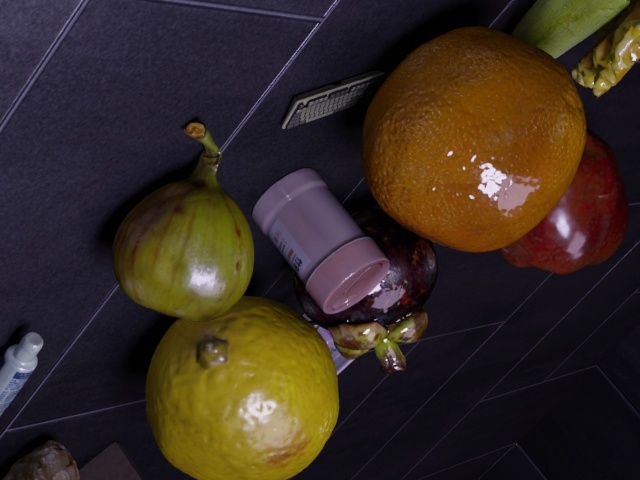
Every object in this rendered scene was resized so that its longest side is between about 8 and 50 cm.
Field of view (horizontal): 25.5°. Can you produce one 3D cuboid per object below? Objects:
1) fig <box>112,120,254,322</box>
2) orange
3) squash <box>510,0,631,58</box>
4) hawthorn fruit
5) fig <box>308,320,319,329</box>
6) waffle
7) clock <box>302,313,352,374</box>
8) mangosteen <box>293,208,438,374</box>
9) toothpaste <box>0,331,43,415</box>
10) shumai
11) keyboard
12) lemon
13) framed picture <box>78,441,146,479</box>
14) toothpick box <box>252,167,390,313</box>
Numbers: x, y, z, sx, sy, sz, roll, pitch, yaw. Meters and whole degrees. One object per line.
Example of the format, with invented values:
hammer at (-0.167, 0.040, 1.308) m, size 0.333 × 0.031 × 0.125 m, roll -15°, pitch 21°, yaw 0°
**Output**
fig at (-0.143, -0.011, 1.484) m, size 0.142 × 0.186 × 0.148 m, roll -1°, pitch 163°, yaw 41°
orange at (0.174, -0.116, 1.593) m, size 0.264 × 0.264 × 0.264 m, roll -33°, pitch 159°, yaw -15°
squash at (0.280, -0.262, 1.712) m, size 0.200 × 0.090 × 0.075 m, roll -39°, pitch -160°, yaw 39°
hawthorn fruit at (0.347, -0.076, 2.050) m, size 0.208 × 0.208 × 0.248 m, roll -22°, pitch 131°, yaw -37°
fig at (-0.059, 0.152, 1.955) m, size 0.154 × 0.103 × 0.109 m, roll -36°, pitch -177°, yaw 16°
waffle at (0.425, -0.308, 1.743) m, size 0.312 × 0.060 × 0.307 m, roll -51°, pitch -178°, yaw 22°
clock at (-0.040, 0.196, 2.133) m, size 0.197 × 0.063 × 0.150 m, roll -43°, pitch 158°, yaw 11°
mangosteen at (0.069, 0.070, 1.839) m, size 0.192 × 0.217 × 0.192 m, roll -22°, pitch -178°, yaw 1°
toothpaste at (-0.362, 0.171, 1.588) m, size 0.062 × 0.037 × 0.216 m, roll -16°, pitch 153°, yaw -46°
shumai at (-0.393, 0.353, 1.795) m, size 0.175 × 0.166 × 0.206 m, roll 2°, pitch 129°, yaw -21°
keyboard at (0.015, -0.155, 1.564) m, size 0.129 × 0.015 × 0.049 m, roll -23°, pitch 154°, yaw -37°
lemon at (-0.097, 0.192, 1.774) m, size 0.267 × 0.267 × 0.267 m, roll -33°, pitch 159°, yaw -15°
framed picture at (-0.285, 0.384, 1.963) m, size 0.128 × 0.168 × 0.023 m, roll -39°, pitch 159°, yaw 2°
toothpick box at (0.000, 0.000, 1.673) m, size 0.098 × 0.149 × 0.098 m, roll -33°, pitch 159°, yaw -14°
